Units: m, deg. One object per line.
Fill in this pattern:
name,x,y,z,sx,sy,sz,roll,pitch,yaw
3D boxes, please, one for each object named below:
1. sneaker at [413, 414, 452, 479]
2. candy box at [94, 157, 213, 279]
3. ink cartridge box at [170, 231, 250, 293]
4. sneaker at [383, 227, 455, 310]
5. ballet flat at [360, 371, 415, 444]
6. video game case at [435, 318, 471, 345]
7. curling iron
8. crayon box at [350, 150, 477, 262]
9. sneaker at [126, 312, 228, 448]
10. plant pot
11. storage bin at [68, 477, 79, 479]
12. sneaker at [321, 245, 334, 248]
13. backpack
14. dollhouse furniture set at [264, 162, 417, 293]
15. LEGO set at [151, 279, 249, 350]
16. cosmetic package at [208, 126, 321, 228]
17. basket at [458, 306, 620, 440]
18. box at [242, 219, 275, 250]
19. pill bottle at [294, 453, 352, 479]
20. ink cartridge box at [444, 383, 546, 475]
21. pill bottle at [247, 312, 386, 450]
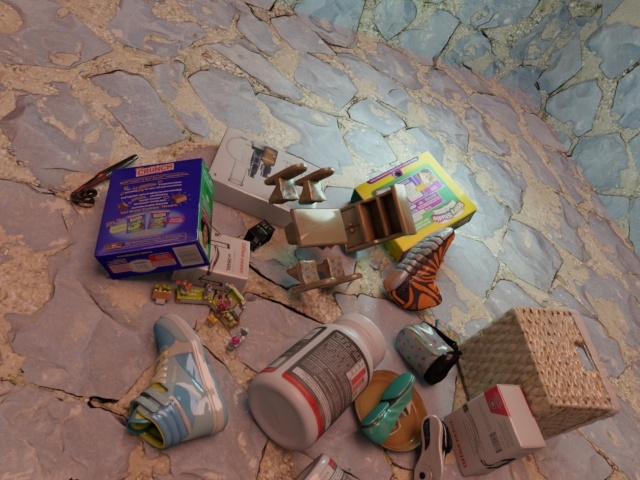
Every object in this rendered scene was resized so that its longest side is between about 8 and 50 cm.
sneaker,0.317,0.594,1.410,0.121,0.079,0.216,39,56,-47
candy box,-0.440,-0.067,1.422,0.268,0.122,0.317,-8,52,1
ink cartridge box,-0.310,0.056,1.494,0.203,0.086,0.148,14,46,-20
sneaker,0.374,0.111,1.793,0.321,0.124,0.180,-44,102,-8
ballet flat,0.196,0.462,1.417,0.247,0.083,0.087,-34,99,-46
video game case,0.459,0.348,1.765,0.166,0.015,0.119,29,42,-7
curling iron,-0.632,-0.182,1.545,0.068,0.035,0.274,36,43,-5
crayon box,0.352,-0.134,1.979,0.363,0.106,0.313,-28,70,-19
sneaker,-0.364,0.320,1.194,0.208,0.127,0.319,-12,59,-40
plant pot,0.195,0.479,1.469,0.236,0.032,0.236,18,44,-19
storage bin,-0.444,0.527,0.987,0.091,0.098,0.135,19,44,-32
sneaker,0.000,0.000,1.775,0.119,0.047,0.057,4,62,-27
backpack,0.323,0.333,1.602,0.115,0.152,0.182,1,40,-43
dollhouse furniture set,0.079,-0.056,1.630,0.394,0.256,0.362,-4,77,-50
LEGO set,-0.300,0.159,1.391,0.287,0.107,0.132,34,42,-1
cosmetic package,-0.192,-0.205,1.800,0.377,0.097,0.284,22,47,-14
basket,0.640,0.408,1.585,0.267,0.331,0.328,9,53,-24
box,-0.194,-0.017,1.649,0.052,0.062,0.083,42,42,10
pill bottle,0.054,0.631,1.147,0.283,0.161,0.161,43,43,9
ink cartridge box,0.475,0.530,1.448,0.100,0.237,0.172,11,47,-28
pill bottle,0.006,0.343,1.340,0.210,0.210,0.363,46,44,12
